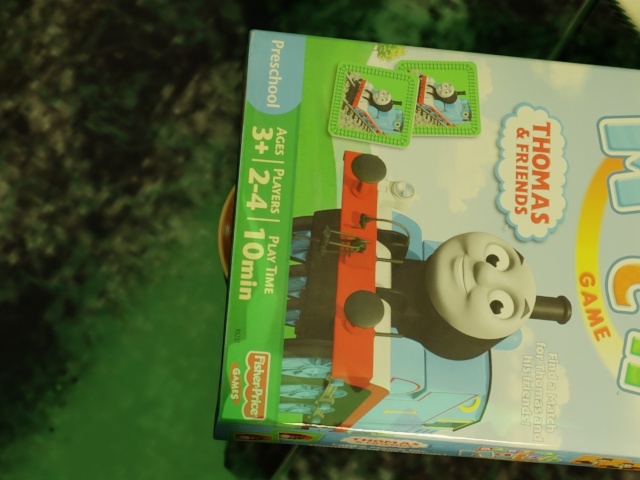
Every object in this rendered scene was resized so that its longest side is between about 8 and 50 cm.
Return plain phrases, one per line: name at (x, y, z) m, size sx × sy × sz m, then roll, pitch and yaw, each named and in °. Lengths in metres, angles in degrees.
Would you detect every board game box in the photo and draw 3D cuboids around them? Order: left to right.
board game box at (0.070, 0.006, 0.646) m, size 0.212 × 0.039 × 0.160 m, roll 5°, pitch 71°, yaw -6°

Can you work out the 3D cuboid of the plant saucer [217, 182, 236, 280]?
plant saucer at (0.000, 0.000, 0.673) m, size 0.084 × 0.013 × 0.083 m, roll 0°, pitch 72°, yaw 1°
